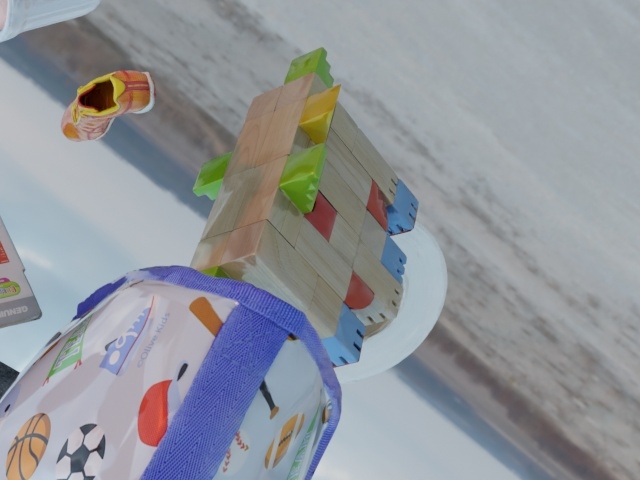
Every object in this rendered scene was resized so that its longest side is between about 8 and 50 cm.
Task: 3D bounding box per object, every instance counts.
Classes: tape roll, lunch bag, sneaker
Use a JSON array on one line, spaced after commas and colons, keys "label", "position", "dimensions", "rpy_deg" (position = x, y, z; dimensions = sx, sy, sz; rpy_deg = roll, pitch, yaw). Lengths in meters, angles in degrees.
[{"label": "tape roll", "position": [0.033, 0.061, 1.464], "dimensions": [0.286, 0.286, 0.100], "rpy_deg": [41, -172, -31]}, {"label": "lunch bag", "position": [-0.152, 0.206, 0.755], "dimensions": [0.239, 0.328, 0.385], "rpy_deg": [32, 158, -11]}, {"label": "sneaker", "position": [-0.254, -0.155, 1.147], "dimensions": [0.067, 0.064, 0.175], "rpy_deg": [-4, 169, -41]}]

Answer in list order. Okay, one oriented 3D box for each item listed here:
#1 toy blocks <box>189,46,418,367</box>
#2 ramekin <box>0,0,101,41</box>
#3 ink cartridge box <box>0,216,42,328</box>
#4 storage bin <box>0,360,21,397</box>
[{"label": "toy blocks", "position": [0.000, 0.000, 1.197], "dimensions": [0.191, 0.381, 0.261], "rpy_deg": [-17, 130, 33]}, {"label": "ramekin", "position": [-0.362, -0.389, 1.238], "dimensions": [0.277, 0.135, 0.277], "rpy_deg": [39, 138, 46]}, {"label": "ink cartridge box", "position": [-0.534, 0.045, 1.227], "dimensions": [0.309, 0.130, 0.272], "rpy_deg": [-13, -117, -39]}, {"label": "storage bin", "position": [-0.447, 0.247, 1.408], "dimensions": [0.180, 0.122, 0.084], "rpy_deg": [27, -154, 14]}]
